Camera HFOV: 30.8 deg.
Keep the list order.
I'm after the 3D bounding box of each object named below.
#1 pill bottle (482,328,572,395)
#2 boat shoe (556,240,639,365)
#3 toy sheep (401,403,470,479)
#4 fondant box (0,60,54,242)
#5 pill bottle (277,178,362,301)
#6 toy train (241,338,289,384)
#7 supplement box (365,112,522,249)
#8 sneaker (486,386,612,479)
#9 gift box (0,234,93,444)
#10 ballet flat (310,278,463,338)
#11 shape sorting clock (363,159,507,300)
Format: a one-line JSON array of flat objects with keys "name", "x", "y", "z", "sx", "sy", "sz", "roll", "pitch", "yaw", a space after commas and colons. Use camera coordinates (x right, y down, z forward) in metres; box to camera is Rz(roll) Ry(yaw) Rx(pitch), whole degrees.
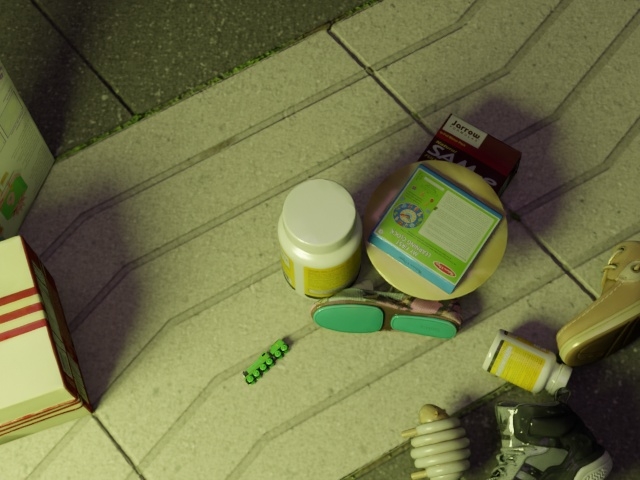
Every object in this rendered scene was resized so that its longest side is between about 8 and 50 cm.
[{"name": "pill bottle", "x": 0.293, "y": 0.177, "z": 1.641, "sx": 0.116, "sy": 0.065, "sz": 0.065, "roll": 25, "pitch": 71, "yaw": 11}, {"name": "boat shoe", "x": 0.455, "y": 0.060, "z": 1.665, "sx": 0.341, "sy": 0.122, "sz": 0.110, "roll": -30, "pitch": 66, "yaw": -21}, {"name": "toy sheep", "x": 0.163, "y": 0.288, "z": 1.591, "sx": 0.091, "sy": 0.091, "sz": 0.132, "roll": -14, "pitch": 82, "yaw": -5}, {"name": "fondant box", "x": -0.499, "y": -0.099, "z": 1.620, "sx": 0.096, "sy": 0.330, "sz": 0.238, "roll": 19, "pitch": 70, "yaw": 10}, {"name": "pill bottle", "x": 0.000, "y": 0.000, "z": 1.639, "sx": 0.119, "sy": 0.208, "sz": 0.119, "roll": 0, "pitch": 69, "yaw": 0}, {"name": "toy train", "x": -0.080, "y": 0.175, "z": 1.674, "sx": 0.083, "sy": 0.017, "sz": 0.023, "roll": -42, "pitch": 64, "yaw": -14}, {"name": "supplement box", "x": 0.184, "y": -0.057, "z": 1.733, "sx": 0.130, "sy": 0.073, "sz": 0.239, "roll": 31, "pitch": 71, "yaw": 12}, {"name": "sneaker", "x": 0.250, "y": 0.301, "z": 1.553, "sx": 0.268, "sy": 0.101, "sz": 0.153, "roll": -27, "pitch": 93, "yaw": -15}, {"name": "gift box", "x": -0.468, "y": 0.173, "z": 1.551, "sx": 0.258, "sy": 0.255, "sz": 0.276, "roll": -17, "pitch": 69, "yaw": -6}, {"name": "ballet flat", "x": 0.096, "y": 0.095, "z": 1.681, "sx": 0.221, "sy": 0.077, "sz": 0.079, "roll": 4, "pitch": 50, "yaw": -2}, {"name": "shape sorting clock", "x": 0.163, "y": -0.015, "z": 1.654, "sx": 0.206, "sy": 0.040, "sz": 0.206, "roll": 1, "pitch": 72, "yaw": -2}]
